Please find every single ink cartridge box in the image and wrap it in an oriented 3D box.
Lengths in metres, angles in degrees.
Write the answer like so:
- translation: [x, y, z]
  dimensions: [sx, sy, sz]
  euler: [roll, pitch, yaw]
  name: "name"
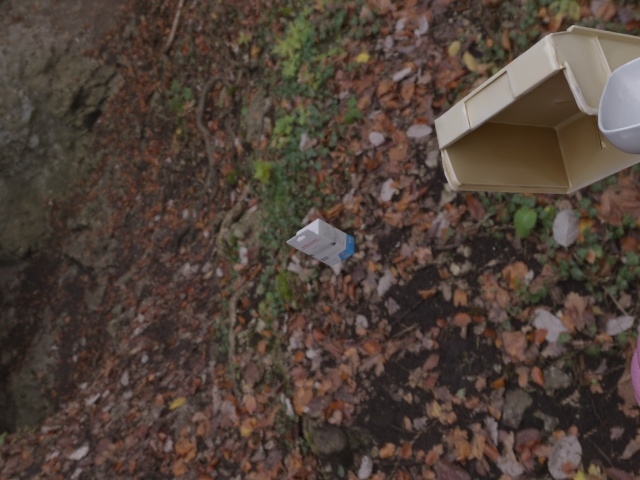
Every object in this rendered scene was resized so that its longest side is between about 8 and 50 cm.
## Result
- translation: [0.000, 0.000, 0.849]
  dimensions: [0.048, 0.083, 0.028]
  euler: [-31, 43, 40]
  name: "ink cartridge box"

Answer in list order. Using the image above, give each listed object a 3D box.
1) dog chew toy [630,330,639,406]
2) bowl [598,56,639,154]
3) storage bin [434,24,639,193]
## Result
- translation: [0.582, 0.206, 0.962]
  dimensions: [0.206, 0.332, 0.207]
  euler: [-5, 60, 9]
  name: "dog chew toy"
- translation: [0.342, -0.135, 0.582]
  dimensions: [0.142, 0.053, 0.142]
  euler: [-18, 27, 41]
  name: "bowl"
- translation: [0.342, -0.167, 0.882]
  dimensions: [0.262, 0.260, 0.123]
  euler: [147, 118, -61]
  name: "storage bin"
